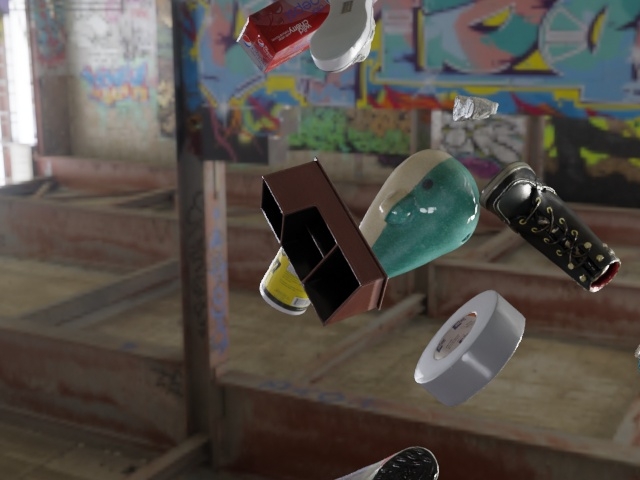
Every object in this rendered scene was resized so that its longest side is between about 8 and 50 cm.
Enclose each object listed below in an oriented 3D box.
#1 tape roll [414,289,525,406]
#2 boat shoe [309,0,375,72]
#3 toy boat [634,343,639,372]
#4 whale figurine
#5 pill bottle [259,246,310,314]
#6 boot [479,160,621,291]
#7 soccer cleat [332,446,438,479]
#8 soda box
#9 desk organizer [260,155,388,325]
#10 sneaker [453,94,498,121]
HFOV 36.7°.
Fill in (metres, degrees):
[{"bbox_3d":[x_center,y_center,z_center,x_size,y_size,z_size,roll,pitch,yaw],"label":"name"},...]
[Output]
[{"bbox_3d":[0.269,0.195,1.751,0.072,0.219,0.219,40,-170,-7],"label":"tape roll"},{"bbox_3d":[0.050,-0.330,1.571,0.095,0.084,0.258,-4,-143,22],"label":"boat shoe"},{"bbox_3d":[0.566,0.203,1.384,0.267,0.148,0.318,15,171,34],"label":"toy boat"},{"bbox_3d":[0.136,-0.006,1.471,0.141,0.272,0.216,38,173,17],"label":"whale figurine"},{"bbox_3d":[-0.038,0.048,2.095,0.119,0.209,0.119,25,-156,-12],"label":"pill bottle"},{"bbox_3d":[0.331,-0.017,1.369,0.178,0.085,0.236,47,-167,26],"label":"boot"},{"bbox_3d":[0.072,0.483,1.811,0.318,0.109,0.116,-24,162,-5],"label":"soccer cleat"},{"bbox_3d":[-0.016,-0.403,1.726,0.263,0.083,0.092,-36,178,-24],"label":"soda box"},{"bbox_3d":[0.000,0.000,0.771,0.050,0.047,0.130,-18,-122,-19],"label":"desk organizer"},{"bbox_3d":[0.305,-0.260,1.923,0.061,0.054,0.152,3,-171,-11],"label":"sneaker"}]
